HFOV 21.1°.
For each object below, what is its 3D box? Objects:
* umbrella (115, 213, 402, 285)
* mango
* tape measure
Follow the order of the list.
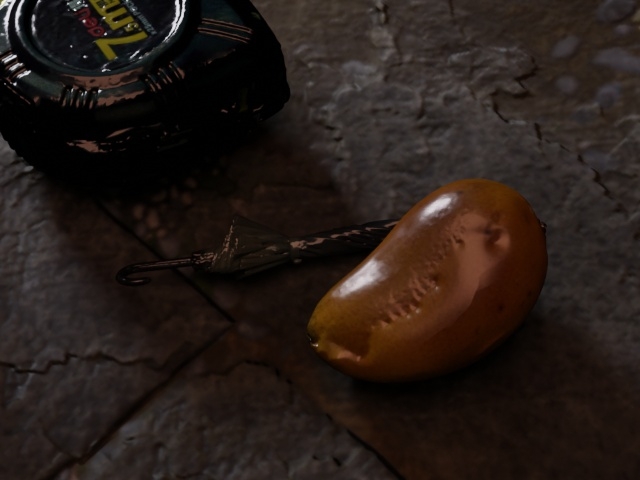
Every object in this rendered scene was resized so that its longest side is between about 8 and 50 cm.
[{"bbox_3d":[-0.001,-0.002,1.123,0.269,0.044,0.044,-9,23,-9],"label":"umbrella"},{"bbox_3d":[0.074,0.034,1.068,0.159,0.084,0.105,-42,64,5],"label":"mango"},{"bbox_3d":[-0.141,-0.125,1.157,0.186,0.112,0.199,-27,56,-19],"label":"tape measure"}]
